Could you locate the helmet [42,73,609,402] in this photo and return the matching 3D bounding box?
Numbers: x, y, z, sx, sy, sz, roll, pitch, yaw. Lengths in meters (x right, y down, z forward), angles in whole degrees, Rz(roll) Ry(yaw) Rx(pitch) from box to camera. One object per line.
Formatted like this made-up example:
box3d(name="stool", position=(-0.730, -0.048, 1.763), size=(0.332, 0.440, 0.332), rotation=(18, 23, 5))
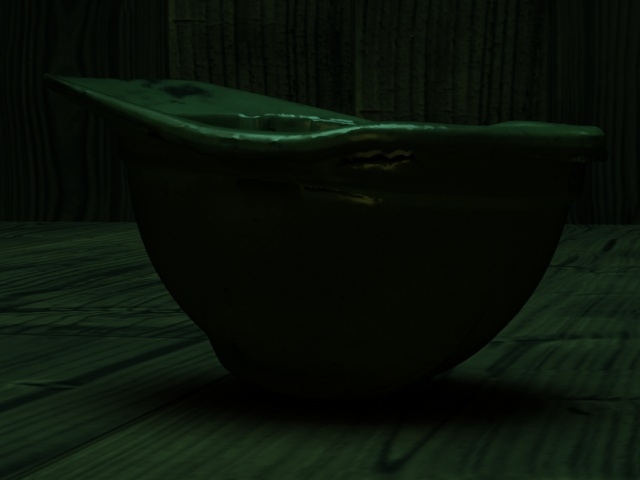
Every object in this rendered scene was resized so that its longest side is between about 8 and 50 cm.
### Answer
box3d(name="helmet", position=(-0.004, 0.003, 0.813), size=(0.258, 0.137, 0.204), rotation=(9, 7, 26))
